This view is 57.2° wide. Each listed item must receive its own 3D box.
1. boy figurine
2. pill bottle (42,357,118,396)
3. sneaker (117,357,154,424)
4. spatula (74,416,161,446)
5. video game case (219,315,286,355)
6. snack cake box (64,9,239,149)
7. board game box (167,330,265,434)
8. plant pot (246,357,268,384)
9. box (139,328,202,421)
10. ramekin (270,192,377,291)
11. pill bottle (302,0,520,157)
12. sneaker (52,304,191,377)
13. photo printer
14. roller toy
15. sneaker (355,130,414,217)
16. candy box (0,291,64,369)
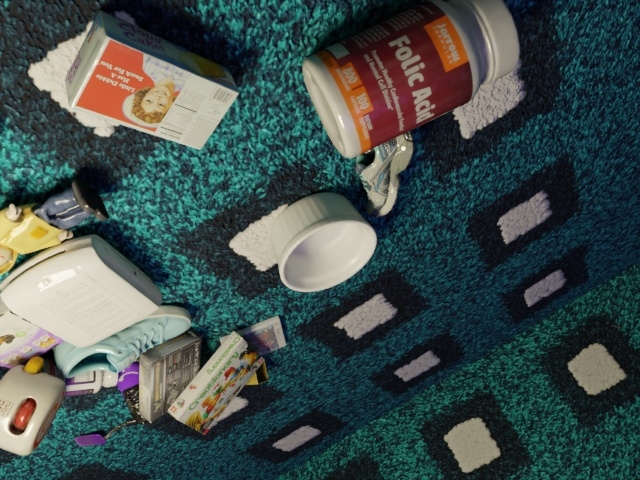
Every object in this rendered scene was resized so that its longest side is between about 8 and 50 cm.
[{"bbox_3d":[-0.590,-0.024,1.196,0.285,0.092,0.177,-29,159,-2],"label":"boy figurine"},{"bbox_3d":[-0.668,0.373,1.623,0.194,0.108,0.108,3,134,-35],"label":"pill bottle"},{"bbox_3d":[-0.548,0.474,1.792,0.102,0.146,0.293,-18,144,-13],"label":"sneaker"},{"bbox_3d":[-0.686,0.645,2.012,0.297,0.030,0.084,-19,141,-12],"label":"spatula"},{"bbox_3d":[-0.218,0.337,1.945,0.201,0.023,0.183,-21,144,-10],"label":"video game case"},{"bbox_3d":[-0.304,-0.281,1.074,0.264,0.089,0.152,14,129,-43],"label":"snack cake box"},{"bbox_3d":[-0.319,0.449,1.844,0.305,0.053,0.193,-51,147,-15],"label":"board game box"},{"bbox_3d":[-0.239,0.455,2.019,0.083,0.081,0.081,-15,171,21],"label":"plant pot"},{"bbox_3d":[-0.443,0.397,1.736,0.183,0.056,0.230,-23,131,-46],"label":"box"},{"bbox_3d":[0.000,0.000,1.579,0.277,0.135,0.277,-18,144,-14],"label":"ramekin"},{"bbox_3d":[0.182,-0.345,1.195,0.392,0.224,0.224,-26,144,-2],"label":"pill bottle"},{"bbox_3d":[-0.518,0.287,1.580,0.366,0.150,0.135,-13,143,-20],"label":"sneaker"},{"bbox_3d":[-0.559,0.119,1.378,0.256,0.107,0.307,-28,146,2],"label":"photo printer"},{"bbox_3d":[-0.729,0.407,1.428,0.146,0.191,0.209,25,118,-9],"label":"roller toy"},{"bbox_3d":[0.141,-0.177,1.506,0.122,0.110,0.283,3,135,-10],"label":"sneaker"},{"bbox_3d":[-0.748,0.219,1.414,0.165,0.070,0.196,-29,145,2],"label":"candy box"}]
